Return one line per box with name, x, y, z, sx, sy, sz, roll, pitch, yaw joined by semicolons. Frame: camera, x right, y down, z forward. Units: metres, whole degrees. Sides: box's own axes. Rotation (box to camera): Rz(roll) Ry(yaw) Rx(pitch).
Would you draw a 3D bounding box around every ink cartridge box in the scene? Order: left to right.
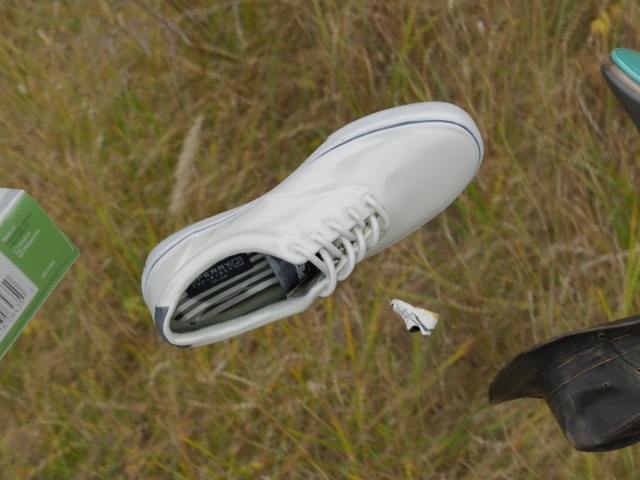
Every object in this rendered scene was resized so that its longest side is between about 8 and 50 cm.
ink cartridge box;-0.266;0.021;0.910;0.209;0.062;0.109;6;54;44

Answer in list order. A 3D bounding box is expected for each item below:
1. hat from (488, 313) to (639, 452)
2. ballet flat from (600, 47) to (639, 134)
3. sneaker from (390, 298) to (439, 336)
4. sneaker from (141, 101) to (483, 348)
hat;0.397;0.206;1.859;0.331;0.331;0.134;-22;69;11
ballet flat;0.352;-0.068;1.151;0.280;0.095;0.096;26;119;20
sneaker;0.120;0.104;1.850;0.083;0.032;0.037;20;90;49
sneaker;0.000;0.000;0.930;0.258;0.094;0.091;-31;31;7
